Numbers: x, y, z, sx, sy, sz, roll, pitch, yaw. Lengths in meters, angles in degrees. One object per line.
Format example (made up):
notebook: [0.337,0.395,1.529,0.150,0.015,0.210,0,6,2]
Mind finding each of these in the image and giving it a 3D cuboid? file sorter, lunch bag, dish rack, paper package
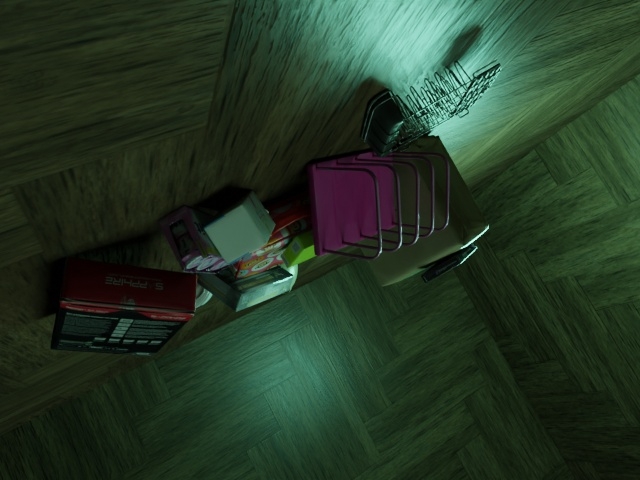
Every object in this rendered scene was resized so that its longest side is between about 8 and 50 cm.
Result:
file sorter: [0.141,-0.088,1.162,0.182,0.202,0.290,9,-160,41]
lunch bag: [-0.097,-0.023,1.285,0.293,0.120,0.258,-25,170,-21]
dish rack: [0.218,-0.269,1.031,0.271,0.074,0.208,-30,173,-5]
paper package: [0.246,-0.075,1.446,0.168,0.310,0.325,-21,170,-41]

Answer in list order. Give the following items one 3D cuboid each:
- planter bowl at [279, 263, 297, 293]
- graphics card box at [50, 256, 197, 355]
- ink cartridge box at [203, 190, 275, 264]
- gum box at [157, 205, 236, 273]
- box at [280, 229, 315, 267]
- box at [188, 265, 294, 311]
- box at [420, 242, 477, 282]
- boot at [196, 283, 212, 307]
planter bowl: [-0.140,0.085,1.742,0.109,0.162,0.162,-53,-176,-27]
graphics card box: [-0.414,0.152,1.069,0.232,0.094,0.371,9,152,-25]
ink cartridge box: [-0.157,-0.031,1.041,0.092,0.090,0.143,-30,-166,11]
gum box: [-0.237,0.003,1.025,0.062,0.107,0.188,-29,171,5]
box: [0.000,0.000,1.254,0.178,0.042,0.109,-24,165,-35]
box: [-0.212,0.096,1.420,0.231,0.183,0.056,-17,134,-56]
box: [0.349,0.058,1.408,0.116,0.029,0.162,-37,172,34]
boot: [-0.428,0.182,1.501,0.258,0.095,0.123,-31,178,25]
